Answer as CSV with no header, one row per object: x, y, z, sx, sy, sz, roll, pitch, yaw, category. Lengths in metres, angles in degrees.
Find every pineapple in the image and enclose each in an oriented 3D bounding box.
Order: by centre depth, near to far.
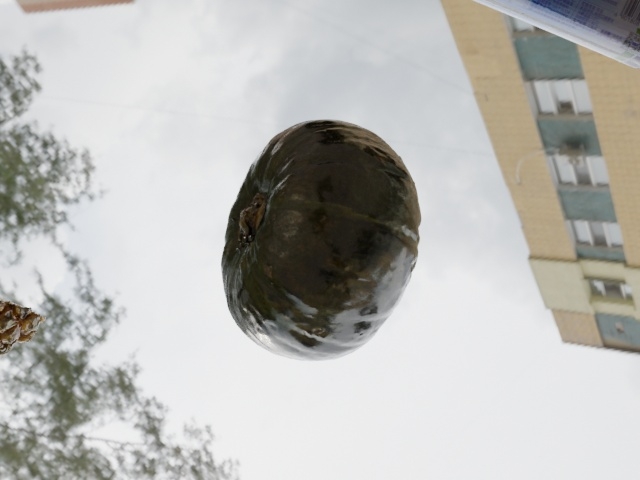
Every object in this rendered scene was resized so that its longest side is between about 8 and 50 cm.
-0.388,0.104,0.945,0.077,0.114,0.114,32,-88,42,pineapple

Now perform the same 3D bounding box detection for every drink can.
0.243,-0.254,0.832,0.235,0.097,0.097,22,-122,1,drink can

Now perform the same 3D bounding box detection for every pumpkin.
0.000,0.000,0.738,0.224,0.157,0.223,-41,-140,47,pumpkin
